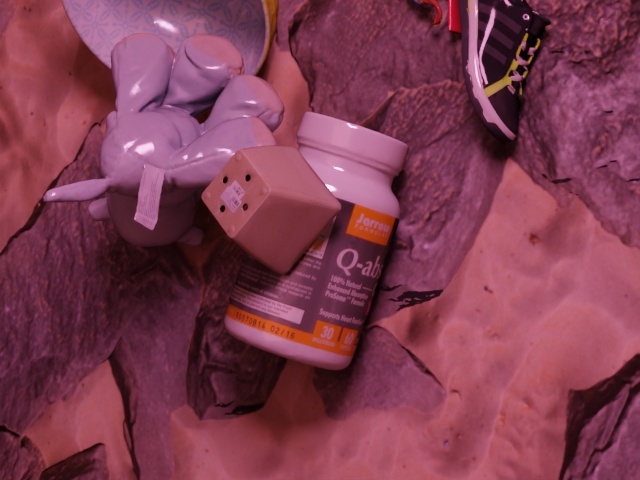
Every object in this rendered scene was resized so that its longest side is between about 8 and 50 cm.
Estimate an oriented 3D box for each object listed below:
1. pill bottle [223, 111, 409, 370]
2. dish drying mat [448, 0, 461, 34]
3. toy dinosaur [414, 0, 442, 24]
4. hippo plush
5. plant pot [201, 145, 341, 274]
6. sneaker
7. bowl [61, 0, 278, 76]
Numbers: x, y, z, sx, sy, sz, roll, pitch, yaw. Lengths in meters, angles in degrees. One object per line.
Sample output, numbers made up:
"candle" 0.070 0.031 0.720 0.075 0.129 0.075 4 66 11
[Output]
"pill bottle" 0.000 0.000 1.720 0.162 0.162 0.278 19 92 27
"dish drying mat" 0.164 -0.289 1.753 0.008 0.032 0.083 -5 80 45
"toy dinosaur" 0.117 -0.294 1.759 0.047 0.090 0.082 -60 31 24
"hippo plush" -0.167 -0.081 1.776 0.234 0.236 0.294 14 59 4
"plant pot" -0.064 -0.043 1.613 0.109 0.096 0.109 -49 56 17
"sneaker" 0.218 -0.233 1.690 0.097 0.084 0.234 -11 78 23
"bowl" -0.167 -0.335 1.832 0.289 0.289 0.156 2 41 26
